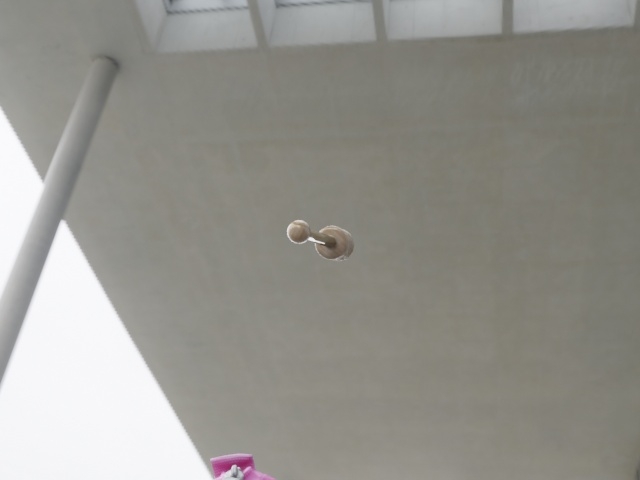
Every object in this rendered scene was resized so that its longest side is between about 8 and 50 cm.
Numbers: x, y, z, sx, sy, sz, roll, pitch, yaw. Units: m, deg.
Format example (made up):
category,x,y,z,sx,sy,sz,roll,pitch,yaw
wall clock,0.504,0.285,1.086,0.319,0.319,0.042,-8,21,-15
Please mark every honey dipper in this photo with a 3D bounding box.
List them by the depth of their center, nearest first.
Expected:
category,x,y,z,sx,sy,sz,roll,pitch,yaw
honey dipper,0.000,0.000,0.723,0.031,0.030,0.161,-3,-3,12

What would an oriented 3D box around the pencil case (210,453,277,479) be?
category,x,y,z,sx,sy,sz,roll,pitch,yaw
pencil case,-0.018,0.142,0.327,0.095,0.098,0.209,3,-7,-14
